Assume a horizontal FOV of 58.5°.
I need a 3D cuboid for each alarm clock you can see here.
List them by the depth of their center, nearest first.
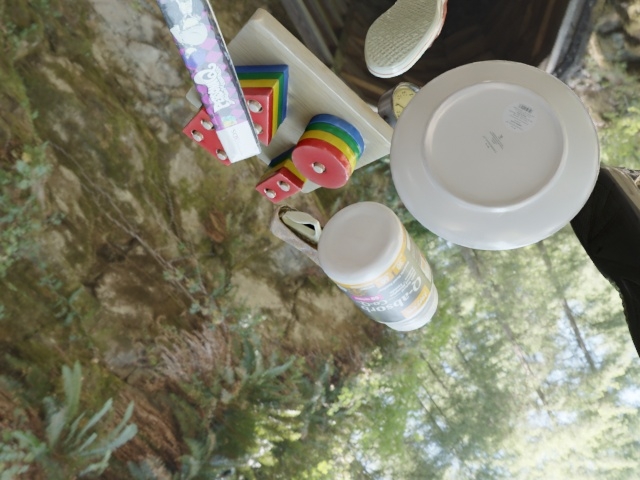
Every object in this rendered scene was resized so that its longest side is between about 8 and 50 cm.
[{"bbox_3d":[0.167,-0.263,1.209,0.192,0.130,0.064,-20,-179,-42],"label":"alarm clock"}]

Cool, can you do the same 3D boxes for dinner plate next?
[{"bbox_3d":[0.118,-0.063,0.392,0.141,0.141,0.017,-36,162,-1],"label":"dinner plate"}]

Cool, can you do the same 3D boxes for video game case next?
[{"bbox_3d":[-0.129,-0.230,0.575,0.041,0.210,0.232,-21,-123,-2],"label":"video game case"}]

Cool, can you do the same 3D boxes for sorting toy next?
[{"bbox_3d":[-0.064,-0.160,0.838,0.255,0.257,0.090,-19,-142,56],"label":"sorting toy"}]

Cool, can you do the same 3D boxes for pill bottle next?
[{"bbox_3d":[0.121,0.061,1.083,0.162,0.278,0.162,-15,-126,22],"label":"pill bottle"}]

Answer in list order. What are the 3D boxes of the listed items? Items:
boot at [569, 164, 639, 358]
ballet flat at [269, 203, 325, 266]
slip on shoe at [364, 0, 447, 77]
[{"bbox_3d":[0.520,0.049,0.730,0.283,0.138,0.378,-9,-123,-19],"label":"boot"},{"bbox_3d":[0.000,0.000,1.506,0.108,0.315,0.106,-54,167,-39],"label":"ballet flat"},{"bbox_3d":[0.171,-0.387,1.062,0.122,0.101,0.331,7,-134,22],"label":"slip on shoe"}]
